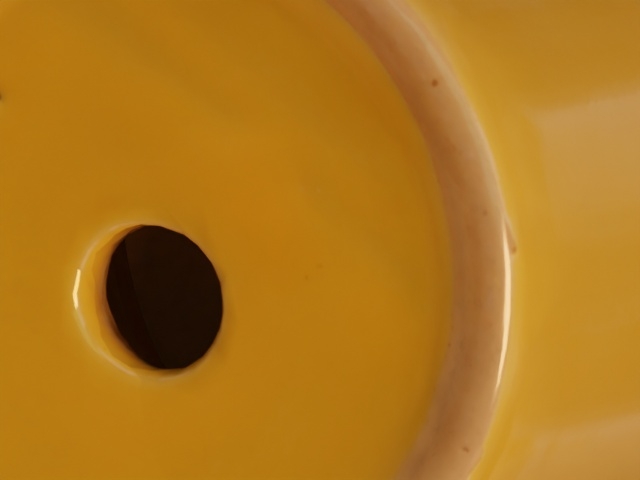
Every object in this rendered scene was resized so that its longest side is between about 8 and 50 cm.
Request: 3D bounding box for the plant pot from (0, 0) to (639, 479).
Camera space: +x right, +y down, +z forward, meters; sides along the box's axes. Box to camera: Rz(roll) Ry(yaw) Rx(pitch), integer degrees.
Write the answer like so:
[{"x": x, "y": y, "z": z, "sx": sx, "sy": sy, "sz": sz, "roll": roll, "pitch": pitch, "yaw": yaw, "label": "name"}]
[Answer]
[{"x": 0.000, "y": 0.000, "z": 0.459, "sx": 0.254, "sy": 0.239, "sz": 0.254, "roll": 2, "pitch": 96, "yaw": 20, "label": "plant pot"}]
